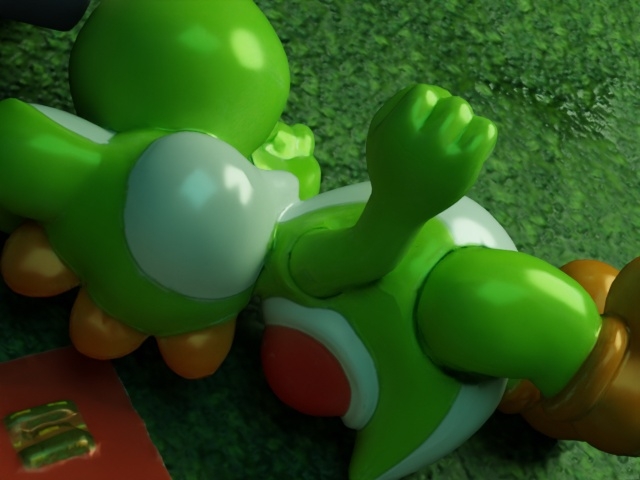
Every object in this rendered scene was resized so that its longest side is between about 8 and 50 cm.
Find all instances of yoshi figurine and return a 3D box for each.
[{"bbox_3d":[0.010,-0.026,0.751,0.362,0.203,0.203,20,34,-9],"label":"yoshi figurine"}]

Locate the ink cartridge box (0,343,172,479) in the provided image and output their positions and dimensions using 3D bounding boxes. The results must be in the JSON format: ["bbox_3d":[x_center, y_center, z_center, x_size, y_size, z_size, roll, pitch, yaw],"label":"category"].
[{"bbox_3d":[-0.128,0.189,0.544,0.308,0.091,0.385,-12,54,-33],"label":"ink cartridge box"}]

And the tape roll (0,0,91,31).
[{"bbox_3d":[-0.145,-0.252,0.767,0.090,0.275,0.275,11,53,-20],"label":"tape roll"}]
